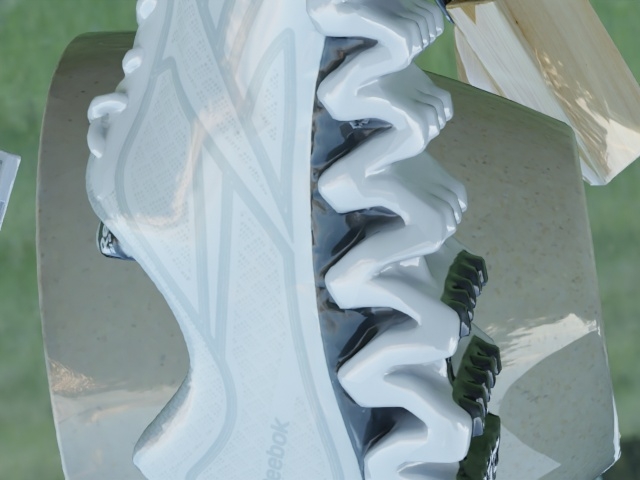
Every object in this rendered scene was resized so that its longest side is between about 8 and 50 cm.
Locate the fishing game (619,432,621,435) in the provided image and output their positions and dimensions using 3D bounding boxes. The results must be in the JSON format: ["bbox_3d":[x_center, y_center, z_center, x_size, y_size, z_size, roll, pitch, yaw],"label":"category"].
[{"bbox_3d":[0.109,0.062,1.226,0.264,0.041,0.189,29,-167,-33],"label":"fishing game"}]

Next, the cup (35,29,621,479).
[{"bbox_3d":[0.022,0.043,0.873,0.237,0.331,0.331,-8,-173,8],"label":"cup"}]

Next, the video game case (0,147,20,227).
[{"bbox_3d":[-0.237,-0.006,1.174,0.011,0.122,0.087,15,-177,-31],"label":"video game case"}]

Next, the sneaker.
[{"bbox_3d":[-0.019,-0.053,0.518,0.118,0.292,0.110,-5,-175,14],"label":"sneaker"}]

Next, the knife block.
[{"bbox_3d":[0.197,-0.210,1.620,0.088,0.276,0.242,-39,152,-15],"label":"knife block"}]
